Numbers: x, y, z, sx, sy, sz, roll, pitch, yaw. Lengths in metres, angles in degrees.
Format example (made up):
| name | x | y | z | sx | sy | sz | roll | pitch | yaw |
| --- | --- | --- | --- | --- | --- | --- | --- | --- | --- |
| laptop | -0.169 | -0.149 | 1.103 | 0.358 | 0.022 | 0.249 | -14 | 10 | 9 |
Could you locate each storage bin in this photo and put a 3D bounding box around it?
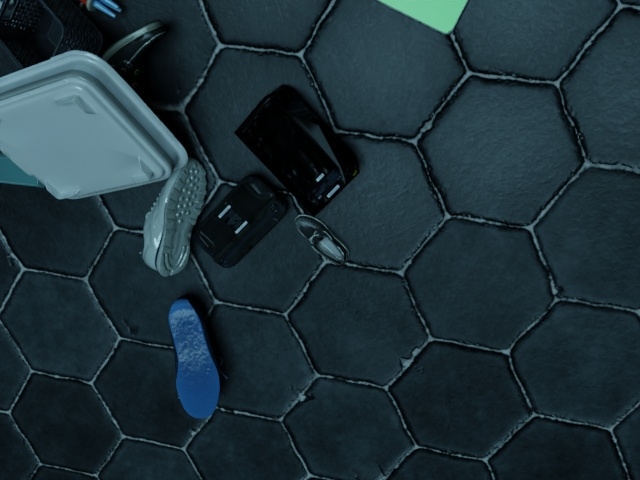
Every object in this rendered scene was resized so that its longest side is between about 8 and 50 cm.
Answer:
| name | x | y | z | sx | sy | sz | roll | pitch | yaw |
| --- | --- | --- | --- | --- | --- | --- | --- | --- | --- |
| storage bin | -0.476 | -0.359 | 1.215 | 0.180 | 0.084 | 0.122 | 46 | 115 | 22 |

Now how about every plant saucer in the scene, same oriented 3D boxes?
| name | x | y | z | sx | sy | sz | roll | pitch | yaw |
| --- | --- | --- | --- | --- | --- | --- | --- | --- | --- |
| plant saucer | -0.650 | -0.146 | 1.406 | 0.192 | 0.018 | 0.067 | 7 | 111 | 10 |

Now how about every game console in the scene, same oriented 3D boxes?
| name | x | y | z | sx | sy | sz | roll | pitch | yaw |
| --- | --- | --- | --- | --- | --- | --- | --- | --- | --- |
| game console | -0.112 | -0.095 | 1.292 | 0.213 | 0.044 | 0.361 | 47 | 116 | 1 |

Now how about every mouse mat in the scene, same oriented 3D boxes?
| name | x | y | z | sx | sy | sz | roll | pitch | yaw |
| --- | --- | --- | --- | --- | --- | --- | --- | --- | --- |
| mouse mat | 0.187 | -0.448 | 1.125 | 0.153 | 0.007 | 0.189 | 27 | 114 | 1 |

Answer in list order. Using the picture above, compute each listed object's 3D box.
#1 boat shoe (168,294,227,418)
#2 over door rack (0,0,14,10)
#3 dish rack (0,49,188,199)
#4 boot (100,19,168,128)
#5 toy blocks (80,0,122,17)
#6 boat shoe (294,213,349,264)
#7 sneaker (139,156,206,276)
| name | x | y | z | sx | sy | sz | roll | pitch | yaw |
| --- | --- | --- | --- | --- | --- | --- | --- | --- | --- |
| boat shoe | -0.246 | 0.234 | 1.428 | 0.109 | 0.089 | 0.258 | -1 | 105 | -2 |
| over door rack | -0.676 | -0.505 | 1.185 | 0.239 | 0.108 | 0.324 | -40 | 118 | 21 |
| dish rack | -0.432 | -0.174 | 1.220 | 0.333 | 0.072 | 0.285 | -7 | 141 | 30 |
| boot | -0.323 | -0.266 | 1.258 | 0.236 | 0.085 | 0.178 | -31 | 103 | 27 |
| toy blocks | -0.400 | -0.470 | 1.213 | 0.148 | 0.054 | 0.123 | 33 | 113 | -2 |
| boat shoe | 0.000 | 0.000 | 1.312 | 0.125 | 0.038 | 0.046 | 43 | 114 | -5 |
| sneaker | -0.291 | -0.052 | 1.332 | 0.095 | 0.090 | 0.235 | 29 | 105 | 38 |
